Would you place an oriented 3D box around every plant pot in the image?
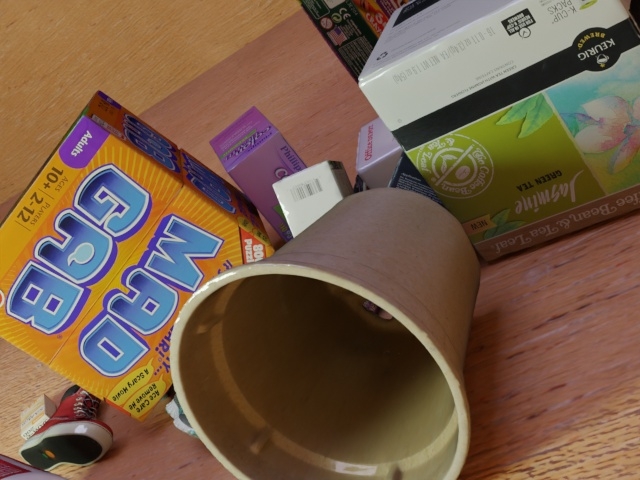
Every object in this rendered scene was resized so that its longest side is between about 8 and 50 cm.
[{"bbox_3d":[0.044,0.098,1.086,0.334,0.333,0.305,-24,17,32],"label":"plant pot"}]

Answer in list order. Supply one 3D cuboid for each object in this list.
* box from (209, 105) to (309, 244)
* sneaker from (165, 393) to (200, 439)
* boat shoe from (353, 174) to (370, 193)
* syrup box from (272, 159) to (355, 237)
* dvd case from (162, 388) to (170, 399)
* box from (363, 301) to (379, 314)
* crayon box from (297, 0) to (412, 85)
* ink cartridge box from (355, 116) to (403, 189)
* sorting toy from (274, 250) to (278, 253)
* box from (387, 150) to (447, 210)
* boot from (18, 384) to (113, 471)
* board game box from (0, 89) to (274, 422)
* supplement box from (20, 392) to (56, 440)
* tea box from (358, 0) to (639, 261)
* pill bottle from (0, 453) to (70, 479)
[{"bbox_3d":[-0.083,-0.113,1.727,0.117,0.213,0.243,-39,24,0],"label":"box"},{"bbox_3d":[-0.183,0.247,1.394,0.076,0.065,0.166,-64,28,-1],"label":"sneaker"},{"bbox_3d":[0.085,-0.089,1.647,0.049,0.056,0.152,-38,12,20],"label":"boat shoe"},{"bbox_3d":[-0.001,-0.068,1.491,0.093,0.096,0.237,-22,3,8],"label":"syrup box"},{"bbox_3d":[-0.290,0.249,1.634,0.087,0.013,0.119,-30,26,20],"label":"dvd case"},{"bbox_3d":[-0.034,0.115,1.440,0.293,0.057,0.201,-22,28,35],"label":"box"},{"bbox_3d":[0.112,-0.466,1.888,0.106,0.363,0.313,-22,29,34],"label":"crayon box"},{"bbox_3d":[0.187,-0.177,1.588,0.237,0.100,0.172,-29,25,20],"label":"ink cartridge box"},{"bbox_3d":[0.000,0.000,1.524,0.193,0.038,0.208,-24,6,16],"label":"sorting toy"},{"bbox_3d":[0.126,-0.027,1.329,0.158,0.093,0.156,-66,-3,-47],"label":"box"},{"bbox_3d":[-0.411,0.304,1.628,0.244,0.088,0.176,-20,28,44],"label":"boot"},{"bbox_3d":[-0.341,0.009,1.574,0.356,0.356,0.356,-52,17,6],"label":"board game box"},{"bbox_3d":[-0.547,0.346,1.807,0.062,0.036,0.098,-42,24,-4],"label":"supplement box"},{"bbox_3d":[0.286,-0.196,1.194,0.329,0.323,0.220,-23,27,35],"label":"tea box"},{"bbox_3d":[-0.428,0.418,1.262,0.408,0.229,0.229,-6,40,53],"label":"pill bottle"}]
